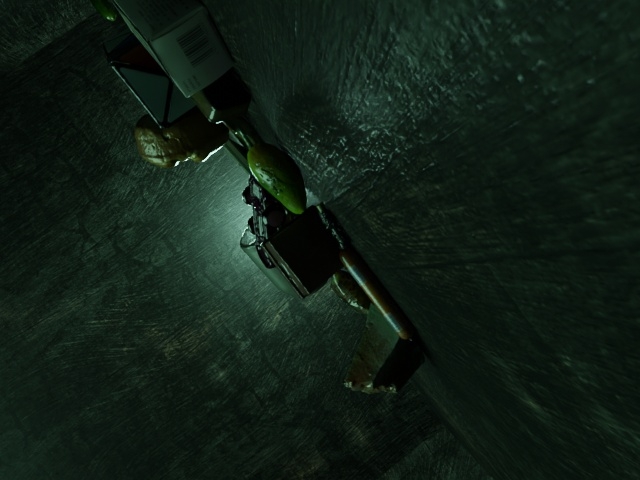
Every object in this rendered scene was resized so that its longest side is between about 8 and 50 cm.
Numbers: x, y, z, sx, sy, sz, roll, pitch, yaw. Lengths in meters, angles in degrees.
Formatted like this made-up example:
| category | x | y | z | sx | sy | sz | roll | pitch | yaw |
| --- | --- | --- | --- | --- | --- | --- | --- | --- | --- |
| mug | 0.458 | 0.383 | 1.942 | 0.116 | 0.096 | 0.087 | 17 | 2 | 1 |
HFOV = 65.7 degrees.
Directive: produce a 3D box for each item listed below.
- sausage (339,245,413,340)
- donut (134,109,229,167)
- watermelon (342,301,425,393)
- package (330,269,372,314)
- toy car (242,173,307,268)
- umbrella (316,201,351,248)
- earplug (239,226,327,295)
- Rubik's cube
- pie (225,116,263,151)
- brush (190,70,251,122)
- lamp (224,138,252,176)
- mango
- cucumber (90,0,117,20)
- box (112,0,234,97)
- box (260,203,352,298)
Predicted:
| category | x | y | z | sx | sy | sz | roll | pitch | yaw |
| --- | --- | --- | --- | --- | --- | --- | --- | --- | --- |
| sausage | 0.163 | 0.153 | 1.450 | 0.347 | 0.053 | 0.053 | 52 | 176 | 3 |
| donut | -0.456 | -0.357 | 1.629 | 0.317 | 0.300 | 0.150 | 47 | 154 | 53 |
| watermelon | 0.223 | 0.362 | 1.579 | 0.151 | 0.301 | 0.264 | 10 | 159 | 31 |
| package | 0.128 | 0.218 | 2.066 | 0.288 | 0.108 | 0.223 | 50 | 178 | 3 |
| toy car | -0.112 | -0.075 | 1.667 | 0.271 | 0.241 | 0.340 | -135 | 37 | -57 |
| umbrella | 0.034 | -0.042 | 1.375 | 0.143 | 0.040 | 0.037 | 55 | -176 | -15 |
| earplug | -0.132 | 0.065 | 2.237 | 0.394 | 0.313 | 0.312 | 55 | 176 | -25 |
| Rubik's cube | -0.453 | -0.509 | 1.448 | 0.246 | 0.250 | 0.248 | 48 | 171 | 51 |
| pie | -0.287 | -0.398 | 1.783 | 0.302 | 0.067 | 0.302 | 52 | 177 | 4 |
| brush | -0.274 | -0.395 | 1.245 | 0.197 | 0.123 | 0.059 | 53 | 141 | 6 |
| lamp | -0.228 | -0.263 | 1.898 | 0.269 | 0.047 | 0.266 | 48 | -170 | 18 |
| mango | -0.110 | -0.174 | 1.383 | 0.232 | 0.111 | 0.125 | 53 | -179 | -15 |
| cucumber | -0.516 | -0.561 | 1.156 | 0.167 | 0.039 | 0.039 | 54 | 177 | 19 |
| box | -0.358 | -0.502 | 1.126 | 0.332 | 0.145 | 0.173 | 50 | 173 | 27 |
| box | -0.033 | 0.029 | 1.496 | 0.215 | 0.215 | 0.086 | 54 | 158 | -3 |
